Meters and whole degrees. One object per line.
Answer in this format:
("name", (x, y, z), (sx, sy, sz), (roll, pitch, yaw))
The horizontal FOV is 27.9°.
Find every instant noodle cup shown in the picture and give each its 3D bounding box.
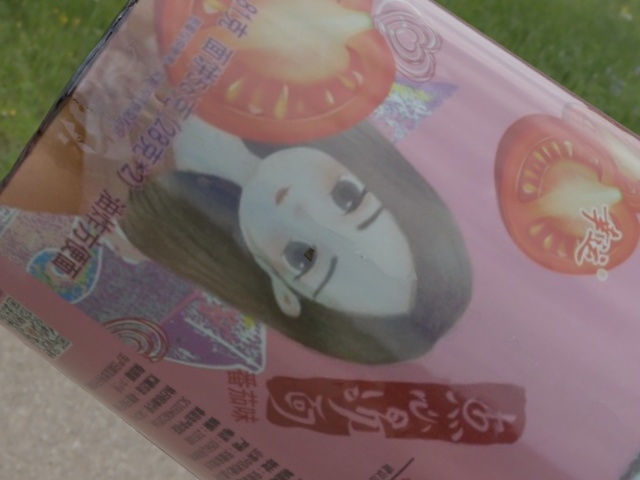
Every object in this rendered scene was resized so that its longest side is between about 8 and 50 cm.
("instant noodle cup", (0.000, 0.000, 0.511), (0.231, 0.243, 0.243), (36, 22, -12))
